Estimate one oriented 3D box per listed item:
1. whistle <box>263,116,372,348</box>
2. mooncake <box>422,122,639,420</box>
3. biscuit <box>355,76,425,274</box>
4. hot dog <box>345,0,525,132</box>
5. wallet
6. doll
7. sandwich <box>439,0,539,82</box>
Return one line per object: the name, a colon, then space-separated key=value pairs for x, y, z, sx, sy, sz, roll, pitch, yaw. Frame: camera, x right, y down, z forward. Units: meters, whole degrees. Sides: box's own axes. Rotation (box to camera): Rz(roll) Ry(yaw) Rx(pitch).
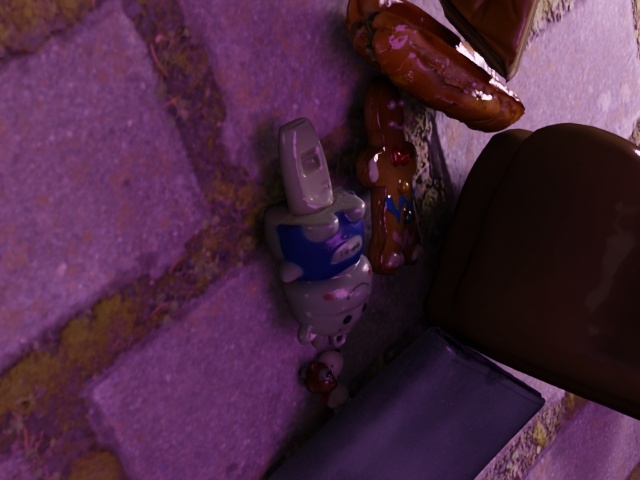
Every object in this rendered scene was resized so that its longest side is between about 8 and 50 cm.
whistle: x=0.000 y=0.000 z=1.027 sx=0.110 sy=0.092 sz=0.245 roll=-29 pitch=121 yaw=-36
mooncake: x=0.353 y=0.061 z=1.157 sx=0.467 sy=0.467 sz=0.262 roll=27 pitch=86 yaw=-46
biscuit: x=0.076 y=-0.069 z=1.101 sx=0.138 sy=0.031 sz=0.205 roll=-16 pitch=101 yaw=-62
hot dog: x=0.124 y=-0.179 z=1.098 sx=0.269 sy=0.115 sz=0.072 roll=24 pitch=113 yaw=-44
wallet: x=0.112 y=0.227 z=1.162 sx=0.251 sy=0.054 sz=0.290 roll=-47 pitch=137 yaw=11
doll: x=0.010 y=0.157 z=1.120 sx=0.058 sy=0.040 sz=0.085 roll=-37 pitch=125 yaw=-45
sandwich: x=0.217 y=-0.257 z=1.075 sx=0.163 sy=0.113 sz=0.079 roll=-38 pitch=167 yaw=4
